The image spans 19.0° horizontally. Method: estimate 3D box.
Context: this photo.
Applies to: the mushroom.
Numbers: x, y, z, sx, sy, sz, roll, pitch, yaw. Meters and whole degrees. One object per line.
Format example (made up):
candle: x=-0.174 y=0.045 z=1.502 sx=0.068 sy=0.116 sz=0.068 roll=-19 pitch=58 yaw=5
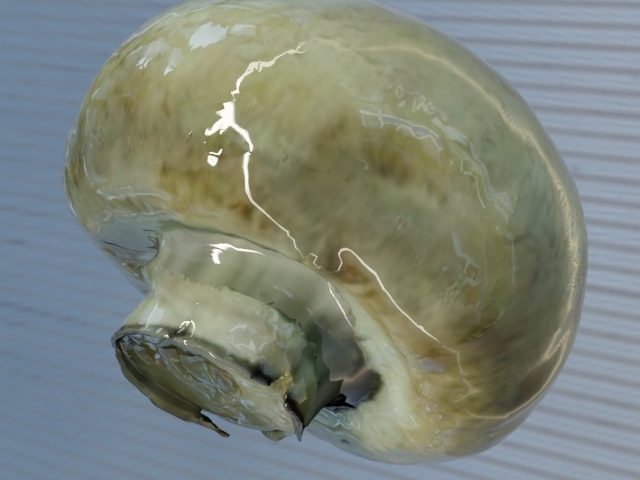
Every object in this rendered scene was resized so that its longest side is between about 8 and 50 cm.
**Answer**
mushroom: x=0.000 y=0.000 z=1.175 sx=0.352 sy=0.352 sz=0.260 roll=2 pitch=52 yaw=45
